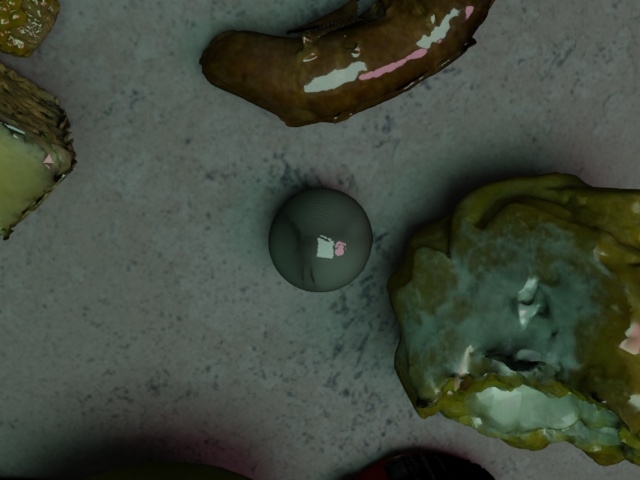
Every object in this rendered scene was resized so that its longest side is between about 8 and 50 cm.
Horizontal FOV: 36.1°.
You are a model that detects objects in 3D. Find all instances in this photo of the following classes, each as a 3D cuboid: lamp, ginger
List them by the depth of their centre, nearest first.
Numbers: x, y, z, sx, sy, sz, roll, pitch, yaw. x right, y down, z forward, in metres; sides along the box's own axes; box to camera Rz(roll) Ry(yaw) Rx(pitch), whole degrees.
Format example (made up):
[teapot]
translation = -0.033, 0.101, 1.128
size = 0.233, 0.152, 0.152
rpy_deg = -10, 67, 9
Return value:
[ginger]
translation = 0.048, -0.192, 0.914
size = 0.309, 0.107, 0.133
rpy_deg = -31, 126, 5
[lamp]
translation = 0.000, 0.000, 0.972
size = 0.105, 0.105, 0.105
rpy_deg = -3, 110, -10

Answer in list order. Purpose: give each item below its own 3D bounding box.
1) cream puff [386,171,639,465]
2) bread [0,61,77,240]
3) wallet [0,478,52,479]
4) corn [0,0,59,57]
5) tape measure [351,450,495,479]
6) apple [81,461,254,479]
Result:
[cream puff]
translation = 0.244, 0.077, 0.983
size = 0.270, 0.323, 0.274
rpy_deg = 25, 71, -55
[bread]
translation = -0.382, -0.044, 0.803
size = 0.248, 0.279, 0.315
rpy_deg = 32, 89, -26
[wallet]
translation = -0.420, 0.353, 1.044
size = 0.262, 0.071, 0.221
rpy_deg = 3, 104, -15
[corn]
translation = -0.340, -0.252, 0.820
size = 0.261, 0.097, 0.097
rpy_deg = 36, 99, -21
[tape measure]
translation = 0.109, 0.368, 1.118
size = 0.253, 0.114, 0.260
rpy_deg = 5, 108, -13
[apple]
translation = -0.159, 0.386, 0.943
size = 0.357, 0.357, 0.357
rpy_deg = -3, 110, -10
